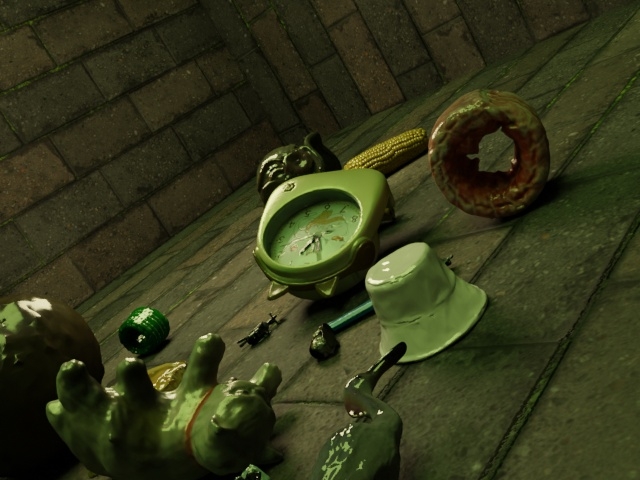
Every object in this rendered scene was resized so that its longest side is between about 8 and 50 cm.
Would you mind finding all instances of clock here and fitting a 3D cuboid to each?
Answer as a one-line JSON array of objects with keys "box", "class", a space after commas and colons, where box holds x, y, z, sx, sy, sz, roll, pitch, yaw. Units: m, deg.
[{"box": [0.000, 0.000, 1.491, 0.286, 0.117, 0.349, -4, 47, 25], "class": "clock"}]

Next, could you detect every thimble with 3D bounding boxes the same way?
[{"box": [0.327, -0.173, 1.341, 0.239, 0.239, 0.162, -25, 11, 24], "class": "thimble"}, {"box": [-0.473, 0.243, 1.836, 0.130, 0.118, 0.090, -55, 0, 41], "class": "thimble"}]

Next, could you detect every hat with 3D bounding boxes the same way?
[{"box": [0.146, 0.083, 1.068, 0.203, 0.126, 0.203, -30, 17, 10], "class": "hat"}]

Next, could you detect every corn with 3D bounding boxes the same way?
[{"box": [0.208, -0.266, 2.200, 0.305, 0.106, 0.106, -30, 14, 1], "class": "corn"}]

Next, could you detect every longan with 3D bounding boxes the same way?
[{"box": [-0.657, 0.298, 1.458, 0.391, 0.391, 0.391, -29, 14, 8], "class": "longan"}]

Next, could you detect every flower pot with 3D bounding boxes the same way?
[{"box": [-0.045, -0.141, 1.937, 0.213, 0.302, 0.302, -25, 15, 14], "class": "flower pot"}]

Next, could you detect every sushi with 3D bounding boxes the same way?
[{"box": [0.004, 0.185, 1.218, 0.046, 0.044, 0.083, -50, 8, 13], "class": "sushi"}]

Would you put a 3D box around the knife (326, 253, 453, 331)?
[{"box": [0.116, 0.107, 1.261, 0.296, 0.026, 0.044, -31, 11, 10], "class": "knife"}]

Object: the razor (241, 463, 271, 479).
[{"box": [-0.177, 0.369, 0.927, 0.277, 0.056, 0.111, -27, 11, 47], "class": "razor"}]

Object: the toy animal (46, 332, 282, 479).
[{"box": [-0.215, 0.262, 0.982, 0.266, 0.308, 0.188, -47, 32, 4], "class": "toy animal"}]

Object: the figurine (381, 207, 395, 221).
[{"box": [0.052, -0.055, 1.716, 0.263, 0.143, 0.162, -10, -21, 12], "class": "figurine"}]

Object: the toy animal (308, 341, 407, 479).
[{"box": [0.052, 0.249, 0.764, 0.195, 0.091, 0.324, -24, 23, 2], "class": "toy animal"}]

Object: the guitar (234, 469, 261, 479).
[{"box": [-0.077, 0.337, 0.721, 0.083, 0.038, 0.271, -24, 27, 5], "class": "guitar"}]

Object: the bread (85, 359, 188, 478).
[{"box": [-0.305, 0.314, 1.193, 0.250, 0.133, 0.179, -25, 14, 21], "class": "bread"}]

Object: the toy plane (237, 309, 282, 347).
[{"box": [-0.124, 0.188, 1.472, 0.120, 0.031, 0.049, -41, 8, -24], "class": "toy plane"}]
